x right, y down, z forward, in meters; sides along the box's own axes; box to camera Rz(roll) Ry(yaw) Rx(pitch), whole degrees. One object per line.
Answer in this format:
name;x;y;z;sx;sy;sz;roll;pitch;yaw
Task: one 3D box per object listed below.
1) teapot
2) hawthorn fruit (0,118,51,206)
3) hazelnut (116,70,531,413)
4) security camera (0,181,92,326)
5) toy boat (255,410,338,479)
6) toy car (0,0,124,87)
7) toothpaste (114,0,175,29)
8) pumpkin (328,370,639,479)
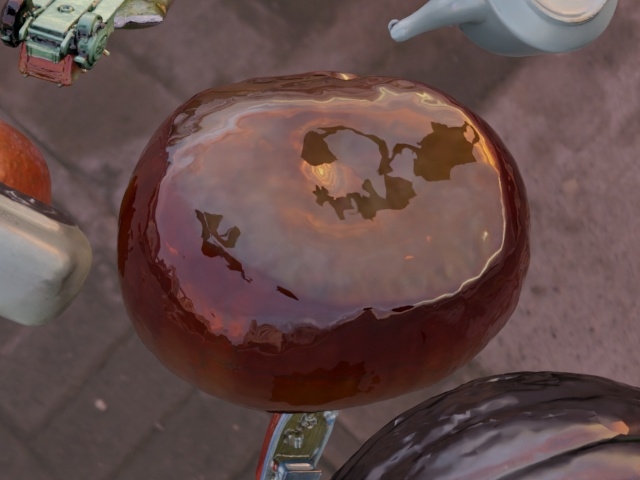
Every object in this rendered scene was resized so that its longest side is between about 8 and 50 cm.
teapot;0.172;-0.232;1.328;0.232;0.159;0.159;-26;57;-31
hawthorn fruit;-0.432;-0.025;1.751;0.231;0.235;0.262;-15;57;41
hazelnut;0.000;0.000;1.482;0.410;0.359;0.359;-3;62;-22
security camera;-0.310;-0.033;1.092;0.302;0.157;0.080;25;97;-11
toy boat;-0.023;0.227;1.667;0.059;0.069;0.172;49;125;51
toy car;-0.164;-0.164;1.044;0.073;0.054;0.143;16;39;8
toothpaste;-0.195;-0.290;1.778;0.078;0.046;0.248;-1;24;11
pumpkin;0.058;0.175;0.487;0.248;0.248;0.248;-7;67;16
